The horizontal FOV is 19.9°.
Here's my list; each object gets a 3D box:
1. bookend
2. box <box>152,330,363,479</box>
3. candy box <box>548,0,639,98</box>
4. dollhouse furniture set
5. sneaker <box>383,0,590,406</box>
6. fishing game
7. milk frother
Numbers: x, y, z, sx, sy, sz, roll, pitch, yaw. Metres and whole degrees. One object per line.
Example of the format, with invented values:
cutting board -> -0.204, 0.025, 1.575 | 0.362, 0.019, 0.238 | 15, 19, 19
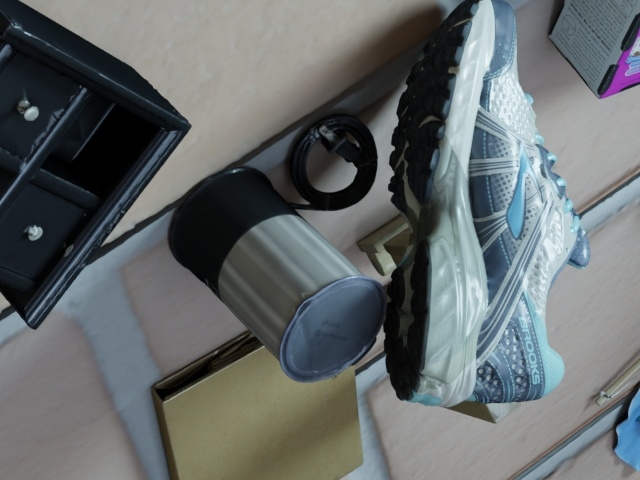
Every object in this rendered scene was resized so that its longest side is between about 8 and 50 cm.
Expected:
bookend -> -0.183, -0.050, 1.034 | 0.156, 0.072, 0.157 | -51, 142, 7
box -> -0.043, 0.142, 1.381 | 0.164, 0.021, 0.201 | -29, 140, -21
candy box -> 0.270, -0.217, 1.268 | 0.159, 0.071, 0.233 | -21, 152, -29
dollhouse furniture set -> 0.122, 0.033, 1.339 | 0.123, 0.144, 0.151 | -34, 104, -17
sneaker -> 0.114, -0.024, 1.212 | 0.122, 0.110, 0.283 | 10, 76, -17
fishing game -> 0.366, 0.156, 1.766 | 0.189, 0.041, 0.264 | -41, 142, -3
milk frother -> 0.000, 0.000, 1.200 | 0.129, 0.135, 0.143 | 15, 113, -50
